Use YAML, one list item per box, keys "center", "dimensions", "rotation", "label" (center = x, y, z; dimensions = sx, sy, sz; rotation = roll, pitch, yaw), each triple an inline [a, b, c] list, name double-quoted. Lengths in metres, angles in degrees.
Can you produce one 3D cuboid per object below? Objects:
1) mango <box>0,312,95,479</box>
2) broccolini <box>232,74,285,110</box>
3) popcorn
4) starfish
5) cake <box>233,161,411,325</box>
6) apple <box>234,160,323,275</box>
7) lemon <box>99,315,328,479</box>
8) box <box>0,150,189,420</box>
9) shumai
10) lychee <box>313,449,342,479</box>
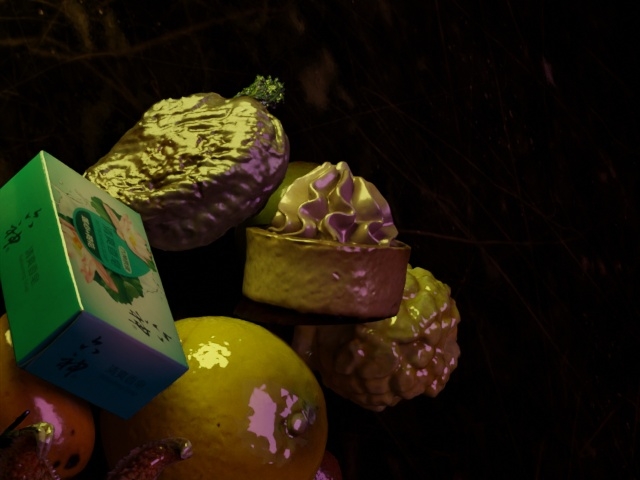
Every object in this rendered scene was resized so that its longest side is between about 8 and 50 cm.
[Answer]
- center: [-0.284, 0.153, 1.271]
  dimensions: [0.115, 0.090, 0.178]
  rotation: [-8, 79, -68]
  label: "mango"
- center: [-0.126, -0.164, 1.696]
  dimensions: [0.239, 0.051, 0.054]
  rotation: [-37, 113, -48]
  label: "broccolini"
- center: [0.080, 0.121, 1.745]
  dimensions: [0.235, 0.216, 0.181]
  rotation: [-68, 158, -52]
  label: "popcorn"
- center: [-0.232, 0.290, 1.202]
  dimensions: [0.312, 0.113, 0.303]
  rotation: [-31, 112, -27]
  label: "starfish"
- center: [0.000, 0.000, 1.466]
  dimensions: [0.185, 0.207, 0.178]
  rotation: [-150, -124, -79]
  label: "cake"
- center: [-0.017, -0.004, 1.641]
  dimensions: [0.157, 0.196, 0.197]
  rotation: [-27, 101, -87]
  label: "apple"
- center: [-0.101, 0.198, 1.405]
  dimensions: [0.240, 0.219, 0.241]
  rotation: [21, 64, -50]
  label: "lemon"
- center: [-0.238, 0.043, 1.295]
  dimensions: [0.153, 0.092, 0.245]
  rotation: [37, 19, -44]
  label: "box"
- center: [-0.144, -0.060, 1.519]
  dimensions: [0.218, 0.184, 0.185]
  rotation: [-44, 155, -16]
  label: "shumai"
- center: [-0.031, 0.296, 1.572]
  dimensions: [0.140, 0.101, 0.114]
  rotation: [-9, 124, -43]
  label: "lychee"
